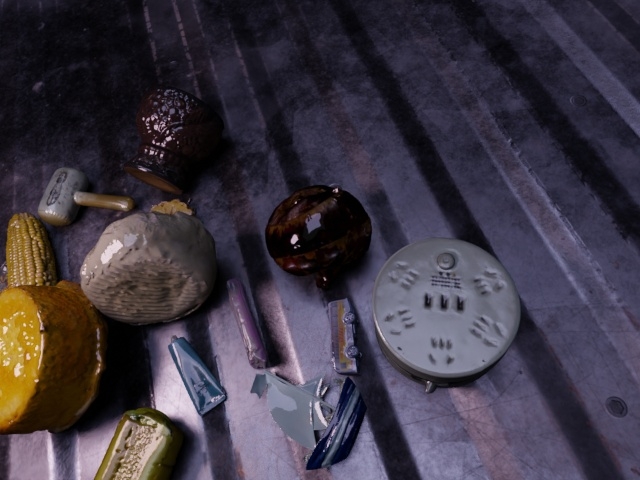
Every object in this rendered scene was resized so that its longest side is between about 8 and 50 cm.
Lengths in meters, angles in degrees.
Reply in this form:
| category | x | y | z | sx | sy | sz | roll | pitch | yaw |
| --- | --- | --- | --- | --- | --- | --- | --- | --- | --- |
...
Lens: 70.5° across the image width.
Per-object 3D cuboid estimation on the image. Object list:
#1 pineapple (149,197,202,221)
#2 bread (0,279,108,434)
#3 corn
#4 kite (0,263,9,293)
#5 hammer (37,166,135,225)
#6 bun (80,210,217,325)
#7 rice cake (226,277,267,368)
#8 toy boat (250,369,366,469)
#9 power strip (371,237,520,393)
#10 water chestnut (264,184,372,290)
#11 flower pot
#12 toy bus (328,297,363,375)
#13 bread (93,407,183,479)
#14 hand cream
| category | x | y | z | sx | sy | sz | roll | pitch | yaw |
| --- | --- | --- | --- | --- | --- | --- | --- | --- | --- |
| pineapple | -0.467 | -0.047 | 1.399 | 0.220 | 0.047 | 0.221 | -5 | 62 | 9 |
| bread | -0.712 | 0.300 | 1.139 | 0.397 | 0.215 | 0.399 | -6 | 76 | 25 |
| corn | -0.882 | 0.058 | 1.375 | 0.130 | 0.130 | 0.347 | -27 | 62 | -4 |
| kite | -0.988 | 0.180 | 1.396 | 0.141 | 0.015 | 0.245 | 9 | 65 | 17 |
| hammer | -0.741 | -0.134 | 1.464 | 0.305 | 0.113 | 0.202 | 5 | 67 | 7 |
| bun | -0.441 | 0.058 | 1.183 | 0.359 | 0.360 | 0.211 | -19 | 55 | 0 |
| rice cake | -0.201 | 0.217 | 1.213 | 0.048 | 0.055 | 0.270 | -21 | 60 | -6 |
| toy boat | -0.019 | 0.388 | 1.089 | 0.210 | 0.070 | 0.291 | -38 | 61 | -12 |
| power strip | 0.289 | 0.181 | 1.082 | 0.356 | 0.161 | 0.358 | -4 | 63 | 8 |
| water chestnut | 0.000 | 0.000 | 1.193 | 0.299 | 0.300 | 0.300 | -4 | 63 | 8 |
| flower pot | -0.472 | -0.303 | 1.420 | 0.266 | 0.266 | 0.267 | 17 | 77 | 18 |
| toy bus | 0.062 | 0.245 | 1.148 | 0.075 | 0.064 | 0.191 | -9 | 62 | 12 |
| bread | -0.446 | 0.588 | 1.038 | 0.166 | 0.112 | 0.384 | 14 | 67 | 13 |
| hand cream | -0.336 | 0.343 | 1.185 | 0.083 | 0.048 | 0.224 | -36 | 68 | -11 |
